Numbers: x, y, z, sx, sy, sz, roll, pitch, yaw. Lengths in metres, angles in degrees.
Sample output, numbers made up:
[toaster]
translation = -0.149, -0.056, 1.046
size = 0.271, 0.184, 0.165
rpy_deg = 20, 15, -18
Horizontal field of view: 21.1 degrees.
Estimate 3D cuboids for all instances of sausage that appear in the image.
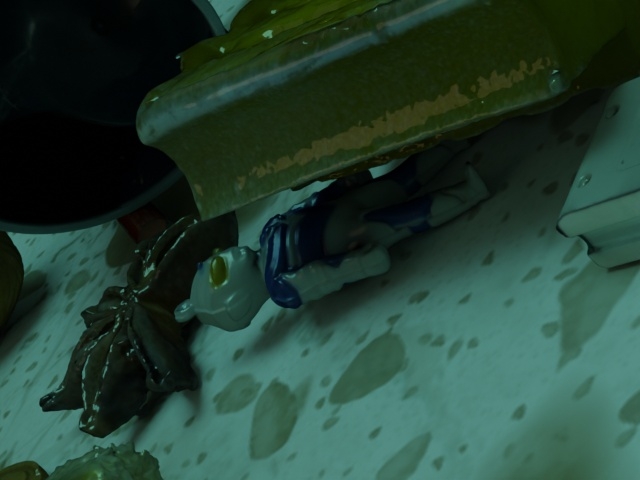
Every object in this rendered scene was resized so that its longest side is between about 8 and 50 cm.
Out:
[sausage]
translation = -0.149, -0.017, 1.426
size = 0.034, 0.034, 0.129
rpy_deg = -46, 23, -2

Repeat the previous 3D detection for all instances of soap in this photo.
[soap]
translation = 0.063, -0.130, 1.044
size = 0.281, 0.143, 0.259
rpy_deg = -16, 17, 38

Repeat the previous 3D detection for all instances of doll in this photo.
[doll]
translation = 0.000, 0.000, 1.113
size = 0.227, 0.057, 0.114
rpy_deg = -32, 31, 11

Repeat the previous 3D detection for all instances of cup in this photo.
[cup]
translation = -0.273, -0.205, 1.388
size = 0.257, 0.331, 0.311
rpy_deg = -60, 38, 26

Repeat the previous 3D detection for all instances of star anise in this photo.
[star anise]
translation = -0.128, 0.062, 1.239
size = 0.171, 0.063, 0.208
rpy_deg = -30, 31, 40

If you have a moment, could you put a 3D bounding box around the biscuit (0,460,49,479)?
[biscuit]
translation = -0.251, 0.215, 1.236
size = 0.140, 0.023, 0.118
rpy_deg = -35, 25, 21

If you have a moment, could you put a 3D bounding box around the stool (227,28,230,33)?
[stool]
translation = -0.017, -0.194, 1.394
size = 0.217, 0.121, 0.125
rpy_deg = -51, 25, -24

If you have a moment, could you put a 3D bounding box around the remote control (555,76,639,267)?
[remote control]
translation = 0.243, -0.063, 0.838
size = 0.277, 0.055, 0.103
rpy_deg = -20, 34, 49

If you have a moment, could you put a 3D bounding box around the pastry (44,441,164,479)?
[pastry]
translation = -0.197, 0.217, 1.075
size = 0.258, 0.089, 0.121
rpy_deg = -29, 16, 27

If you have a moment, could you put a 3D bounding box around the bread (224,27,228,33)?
[bread]
translation = -0.164, -0.182, 1.599
size = 0.140, 0.169, 0.160
rpy_deg = -41, 39, 7

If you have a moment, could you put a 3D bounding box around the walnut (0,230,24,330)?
[walnut]
translation = -0.355, 0.039, 1.512
size = 0.197, 0.165, 0.165
rpy_deg = -44, 20, 36
